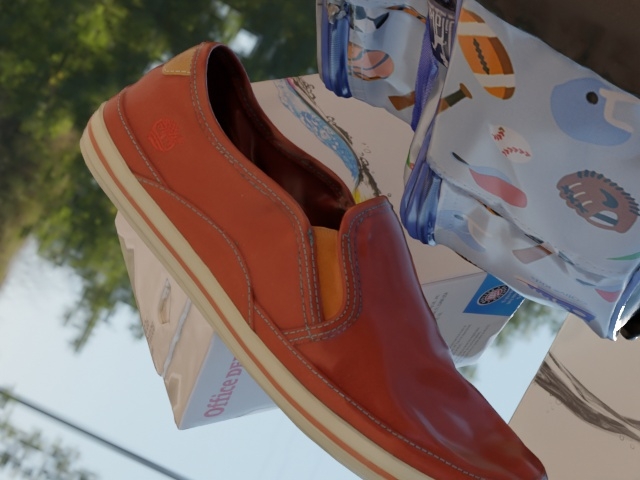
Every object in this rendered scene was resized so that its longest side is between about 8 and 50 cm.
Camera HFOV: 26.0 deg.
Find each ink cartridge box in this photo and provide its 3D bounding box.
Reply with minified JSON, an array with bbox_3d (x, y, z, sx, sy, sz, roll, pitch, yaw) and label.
[{"bbox_3d":[0.249,0.131,1.070,0.211,0.121,0.289,-6,126,-54],"label":"ink cartridge box"},{"bbox_3d":[0.000,0.000,0.931,0.171,0.232,0.168,116,-41,-58],"label":"ink cartridge box"}]

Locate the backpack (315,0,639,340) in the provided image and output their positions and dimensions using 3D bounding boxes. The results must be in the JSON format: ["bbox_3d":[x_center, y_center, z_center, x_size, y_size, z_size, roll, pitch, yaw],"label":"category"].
[{"bbox_3d":[0.118,-0.094,0.530,0.276,0.213,0.263,-50,159,-24],"label":"backpack"}]

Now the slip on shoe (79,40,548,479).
[{"bbox_3d":[0.009,0.026,0.745,0.101,0.331,0.123,-45,171,18],"label":"slip on shoe"}]
